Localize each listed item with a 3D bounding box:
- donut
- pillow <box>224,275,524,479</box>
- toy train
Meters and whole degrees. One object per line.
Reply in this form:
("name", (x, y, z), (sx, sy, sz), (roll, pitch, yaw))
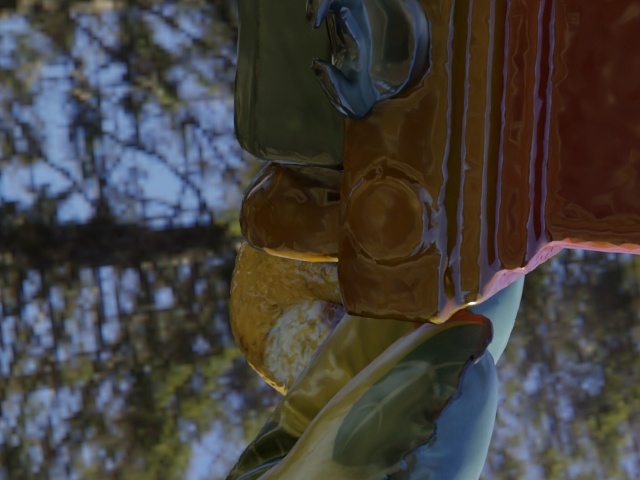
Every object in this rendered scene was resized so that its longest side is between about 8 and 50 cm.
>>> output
("donut", (0.000, 0.000, 1.397), (0.151, 0.112, 0.295), (20, -96, 54))
("pillow", (0.014, 0.087, 0.591), (0.086, 0.233, 0.214), (32, -66, 1))
("toy train", (0.102, -0.072, 0.557), (0.232, 0.369, 0.163), (8, -78, 21))
